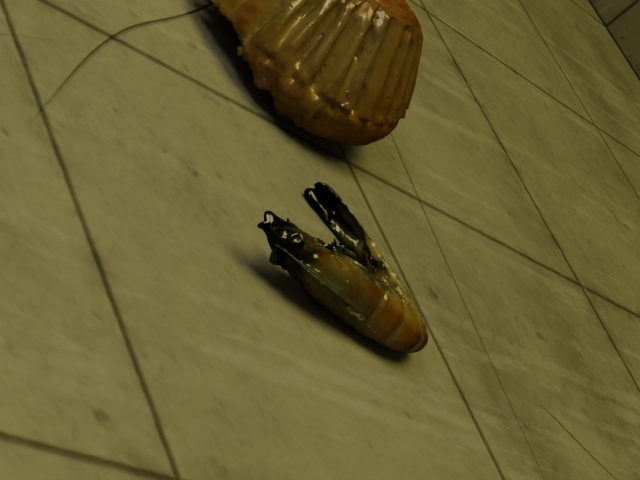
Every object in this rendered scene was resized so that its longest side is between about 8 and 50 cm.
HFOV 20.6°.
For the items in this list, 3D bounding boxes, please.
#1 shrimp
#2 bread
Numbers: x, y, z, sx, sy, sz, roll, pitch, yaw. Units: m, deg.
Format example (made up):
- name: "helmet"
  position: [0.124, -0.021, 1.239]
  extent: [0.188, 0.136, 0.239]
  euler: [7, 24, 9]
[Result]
- name: "shrimp"
  position: [0.000, 0.000, 1.569]
  extent: [0.262, 0.051, 0.198]
  euler: [33, 20, -45]
- name: "bread"
  position: [0.000, -0.225, 1.799]
  extent: [0.274, 0.149, 0.274]
  euler: [35, 26, -20]
